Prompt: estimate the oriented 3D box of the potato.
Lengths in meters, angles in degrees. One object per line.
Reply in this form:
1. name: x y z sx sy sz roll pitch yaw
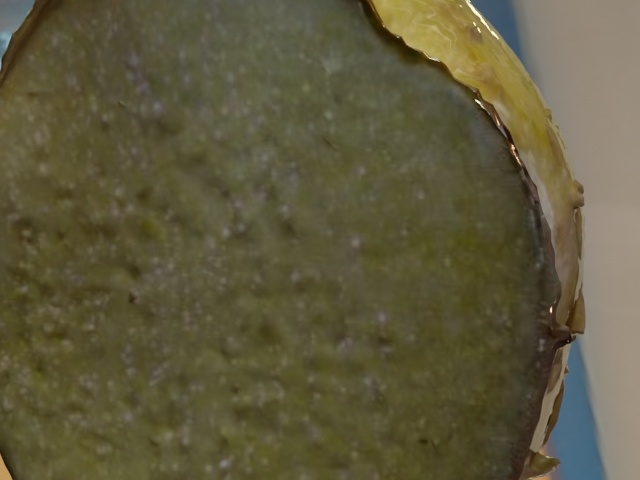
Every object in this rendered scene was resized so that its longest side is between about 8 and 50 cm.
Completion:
1. potato: 0.000 0.000 1.084 0.319 0.385 0.442 -37 128 -68
